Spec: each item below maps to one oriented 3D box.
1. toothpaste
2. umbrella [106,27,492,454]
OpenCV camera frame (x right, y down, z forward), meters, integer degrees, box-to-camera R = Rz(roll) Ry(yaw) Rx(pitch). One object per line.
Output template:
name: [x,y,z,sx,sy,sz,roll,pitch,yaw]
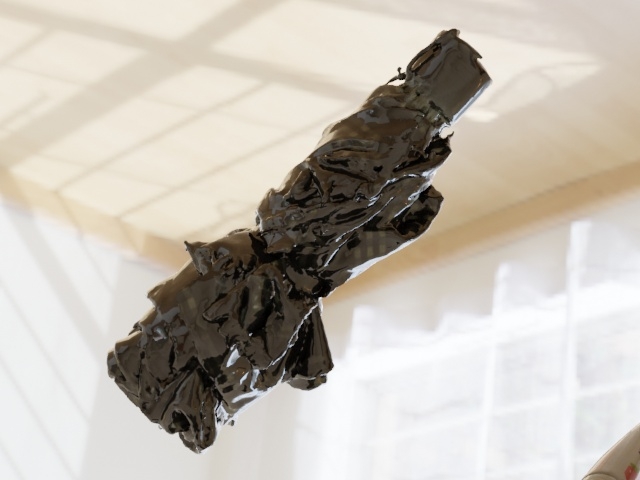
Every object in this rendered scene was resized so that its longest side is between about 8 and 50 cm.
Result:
toothpaste: [0.249,0.187,1.087,0.043,0.194,0.067,44,118,10]
umbrella: [0.002,0.006,0.917,0.128,0.336,0.154,43,170,20]
